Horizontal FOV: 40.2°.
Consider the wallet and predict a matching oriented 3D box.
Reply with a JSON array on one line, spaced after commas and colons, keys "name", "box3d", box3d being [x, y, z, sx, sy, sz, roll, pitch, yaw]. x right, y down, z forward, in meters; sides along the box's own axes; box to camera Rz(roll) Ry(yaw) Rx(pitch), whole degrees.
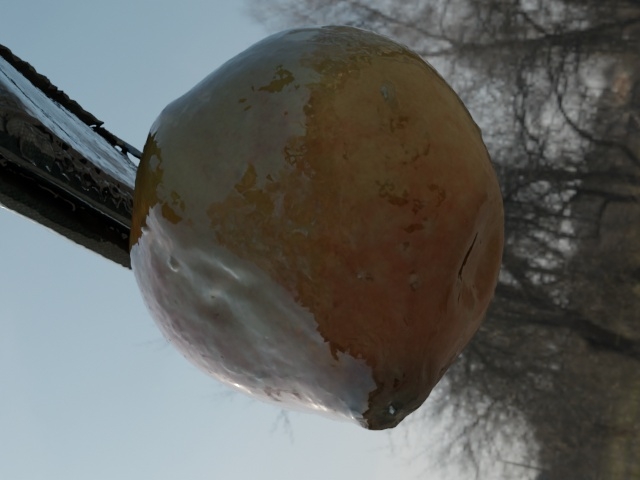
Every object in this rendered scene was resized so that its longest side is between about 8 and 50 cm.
[{"name": "wallet", "box3d": [-0.195, -0.066, 0.622, 0.075, 0.237, 0.342, -45, -27, 2]}]

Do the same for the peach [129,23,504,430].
[{"name": "peach", "box3d": [0.000, 0.000, 0.488, 0.232, 0.232, 0.233, 9, -90, -72]}]
